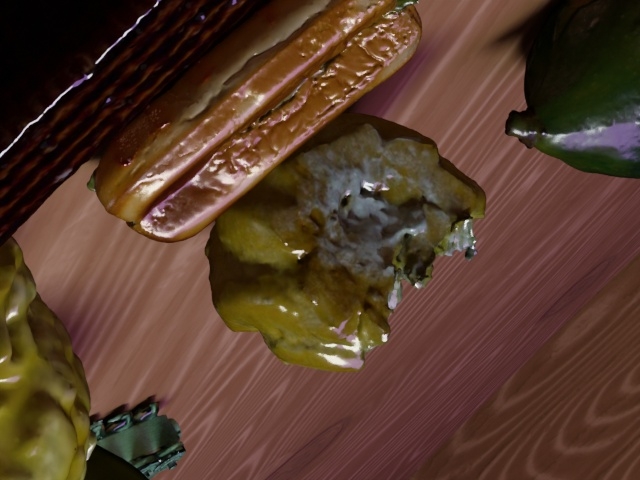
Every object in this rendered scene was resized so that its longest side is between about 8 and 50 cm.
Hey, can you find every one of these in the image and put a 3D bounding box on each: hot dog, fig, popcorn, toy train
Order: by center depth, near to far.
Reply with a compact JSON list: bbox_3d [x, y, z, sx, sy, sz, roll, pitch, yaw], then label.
[{"bbox_3d":[-0.241,0.106,0.875,0.237,0.206,0.251,-8,125,-36],"label":"popcorn"},{"bbox_3d":[-0.038,-0.099,0.966,0.250,0.076,0.104,-42,145,3],"label":"hot dog"},{"bbox_3d":[0.255,-0.125,1.319,0.245,0.195,0.195,-39,168,-32],"label":"fig"},{"bbox_3d":[-0.212,0.225,1.514,0.118,0.074,0.176,-42,167,29],"label":"toy train"}]

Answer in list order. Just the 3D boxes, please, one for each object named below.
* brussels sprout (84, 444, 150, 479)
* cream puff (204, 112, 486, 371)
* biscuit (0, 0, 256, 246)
[{"bbox_3d":[-0.250,0.273,1.088,0.344,0.344,0.268,-24,116,-43],"label":"brussels sprout"},{"bbox_3d":[-0.004,-0.004,1.156,0.221,0.195,0.194,-43,169,-29],"label":"cream puff"},{"bbox_3d":[-0.133,-0.093,0.684,0.388,0.107,0.073,-42,164,14],"label":"biscuit"}]
